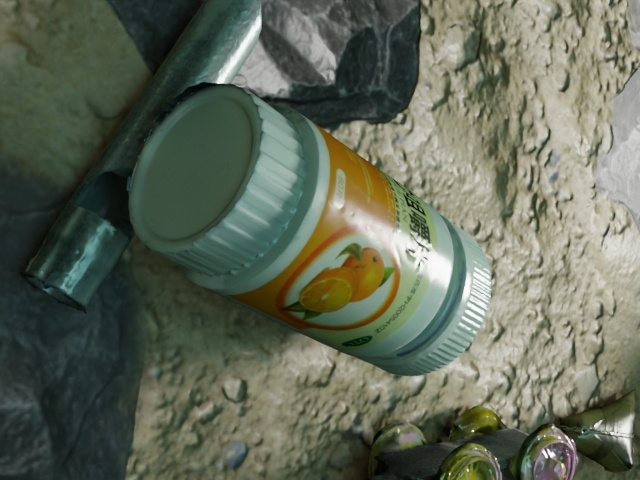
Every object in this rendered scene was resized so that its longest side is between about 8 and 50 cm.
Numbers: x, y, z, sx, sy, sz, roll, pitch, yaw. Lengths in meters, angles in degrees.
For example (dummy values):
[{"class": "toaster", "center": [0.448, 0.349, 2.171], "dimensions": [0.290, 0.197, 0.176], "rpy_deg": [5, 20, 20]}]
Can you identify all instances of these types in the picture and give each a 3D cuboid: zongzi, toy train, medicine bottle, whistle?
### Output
[{"class": "zongzi", "center": [0.336, 0.208, 1.193], "dimensions": [0.104, 0.052, 0.113], "rpy_deg": [34, 60, -26]}, {"class": "toy train", "center": [0.154, 0.271, 1.011], "dimensions": [0.261, 0.134, 0.177], "rpy_deg": [-2, 94, -35]}, {"class": "medicine bottle", "center": [0.000, 0.000, 0.839], "dimensions": [0.318, 0.158, 0.158], "rpy_deg": [29, 76, -44]}, {"class": "whistle", "center": [-0.139, -0.085, 0.831], "dimensions": [0.062, 0.062, 0.312], "rpy_deg": [40, 70, -30]}]
